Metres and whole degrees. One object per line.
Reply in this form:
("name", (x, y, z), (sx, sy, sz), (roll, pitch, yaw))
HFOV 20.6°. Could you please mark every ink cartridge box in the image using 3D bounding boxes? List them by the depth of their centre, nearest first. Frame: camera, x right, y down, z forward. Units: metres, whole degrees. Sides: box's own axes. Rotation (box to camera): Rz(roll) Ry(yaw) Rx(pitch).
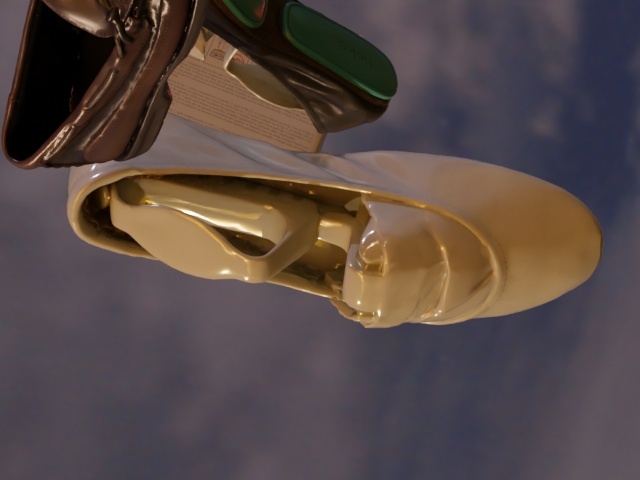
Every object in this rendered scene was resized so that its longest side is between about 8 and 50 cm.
("ink cartridge box", (-0.082, -0.113, 1.603), (0.056, 0.181, 0.225), (104, -172, -67))

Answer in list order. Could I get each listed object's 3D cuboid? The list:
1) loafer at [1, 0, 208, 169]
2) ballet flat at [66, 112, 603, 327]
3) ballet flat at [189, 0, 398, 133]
("loafer", (-0.138, -0.140, 1.089), (0.095, 0.109, 0.302), (-23, -25, -27))
("ballet flat", (0.000, 0.000, 1.282), (0.139, 0.400, 0.139), (12, -90, -82))
("ballet flat", (-0.059, -0.169, 1.389), (0.280, 0.096, 0.095), (40, -142, -30))
